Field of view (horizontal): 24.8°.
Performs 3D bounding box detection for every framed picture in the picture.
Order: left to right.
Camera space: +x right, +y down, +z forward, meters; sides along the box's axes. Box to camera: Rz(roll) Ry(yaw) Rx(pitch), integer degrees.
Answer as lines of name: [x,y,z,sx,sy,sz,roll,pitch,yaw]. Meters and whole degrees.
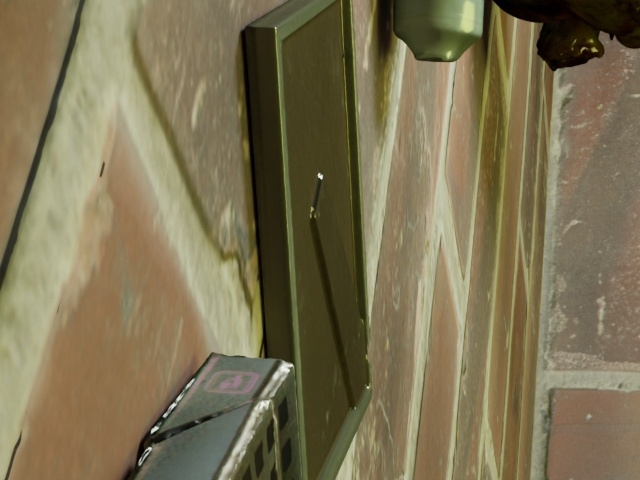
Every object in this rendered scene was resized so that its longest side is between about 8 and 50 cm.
framed picture: [0.000,0.000,0.862,0.211,0.020,0.289,-54,142,-68]

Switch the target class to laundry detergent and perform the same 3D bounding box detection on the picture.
laundry detergent: [0.092,-0.278,1.120,0.143,0.094,0.290,22,72,-83]

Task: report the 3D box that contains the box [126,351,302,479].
box: [-0.060,0.192,0.539,0.325,0.047,0.180,-61,149,-66]

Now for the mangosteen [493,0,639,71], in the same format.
mangosteen: [0.368,-0.425,1.727,0.421,0.381,0.381,92,8,-45]
